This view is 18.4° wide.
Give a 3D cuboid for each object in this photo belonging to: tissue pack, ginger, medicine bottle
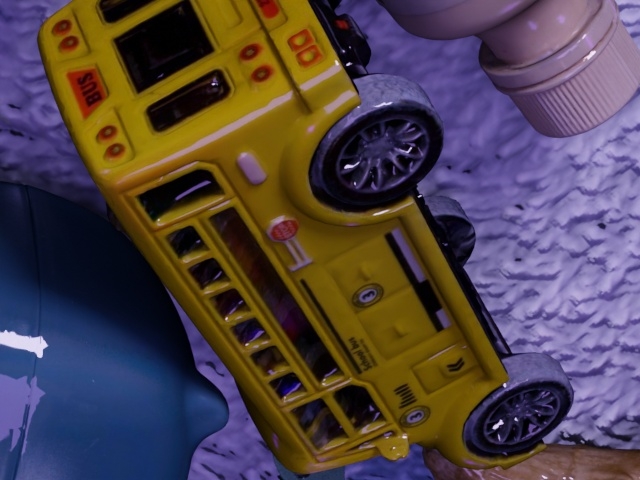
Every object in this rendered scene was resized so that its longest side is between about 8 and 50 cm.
[{"bbox_3d":[-0.171,0.121,0.983,0.206,0.198,0.287,9,114,-18],"label":"tissue pack"},{"bbox_3d":[0.223,0.141,1.139,0.334,0.148,0.081,1,85,-4],"label":"ginger"},{"bbox_3d":[0.066,-0.156,0.931,0.114,0.114,0.252,-36,120,9],"label":"medicine bottle"}]

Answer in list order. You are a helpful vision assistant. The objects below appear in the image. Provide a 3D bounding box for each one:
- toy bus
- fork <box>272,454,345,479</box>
[{"bbox_3d":[0.000,0.000,0.938,0.151,0.145,0.331,-29,139,1],"label":"toy bus"},{"bbox_3d":[0.023,0.196,1.171,0.039,0.021,0.235,-21,122,5],"label":"fork"}]
